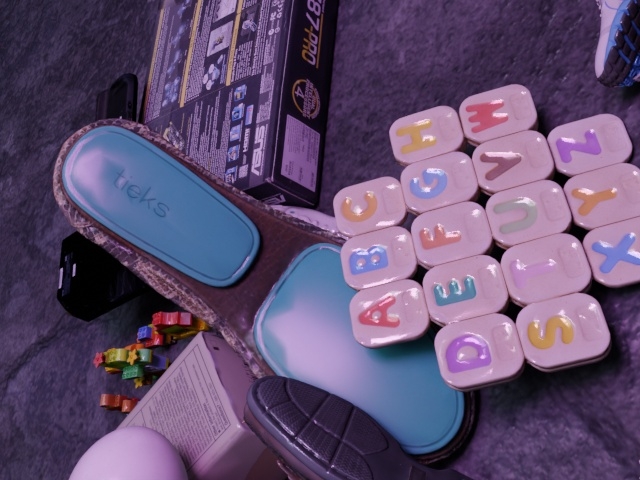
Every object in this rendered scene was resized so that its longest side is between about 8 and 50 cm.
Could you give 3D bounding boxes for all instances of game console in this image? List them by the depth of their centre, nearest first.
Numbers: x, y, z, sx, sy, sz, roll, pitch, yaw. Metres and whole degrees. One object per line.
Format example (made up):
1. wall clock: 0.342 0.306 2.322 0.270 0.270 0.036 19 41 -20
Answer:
1. game console: -0.280 -0.077 1.127 0.213 0.044 0.361 -25 57 36

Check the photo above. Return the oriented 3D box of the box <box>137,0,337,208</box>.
1. box: -0.127 -0.210 1.124 0.318 0.097 0.395 -13 64 39

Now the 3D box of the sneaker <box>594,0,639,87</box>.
1. sneaker: 0.281 -0.222 0.749 0.083 0.071 0.191 6 68 53

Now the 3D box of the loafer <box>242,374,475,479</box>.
1. loafer: 0.043 0.214 0.683 0.267 0.096 0.084 28 116 11

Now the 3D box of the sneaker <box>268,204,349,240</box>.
1. sneaker: 0.000 0.000 0.900 0.212 0.094 0.080 14 81 47

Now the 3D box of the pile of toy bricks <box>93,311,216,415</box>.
1. pile of toy bricks: -0.241 0.160 1.060 0.212 0.105 0.118 -21 58 38

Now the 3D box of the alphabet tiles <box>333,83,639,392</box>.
1. alphabet tiles: 0.151 -0.013 0.723 0.278 0.021 0.284 -15 59 12

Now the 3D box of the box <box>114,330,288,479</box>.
1. box: -0.162 0.267 0.919 0.311 0.121 0.148 -48 46 19

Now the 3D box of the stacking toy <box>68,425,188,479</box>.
1. stacking toy: -0.218 0.409 0.729 0.350 0.350 0.480 4 77 46

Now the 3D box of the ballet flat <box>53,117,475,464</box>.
1. ballet flat: -0.056 0.048 0.836 0.482 0.182 0.164 35 80 8
